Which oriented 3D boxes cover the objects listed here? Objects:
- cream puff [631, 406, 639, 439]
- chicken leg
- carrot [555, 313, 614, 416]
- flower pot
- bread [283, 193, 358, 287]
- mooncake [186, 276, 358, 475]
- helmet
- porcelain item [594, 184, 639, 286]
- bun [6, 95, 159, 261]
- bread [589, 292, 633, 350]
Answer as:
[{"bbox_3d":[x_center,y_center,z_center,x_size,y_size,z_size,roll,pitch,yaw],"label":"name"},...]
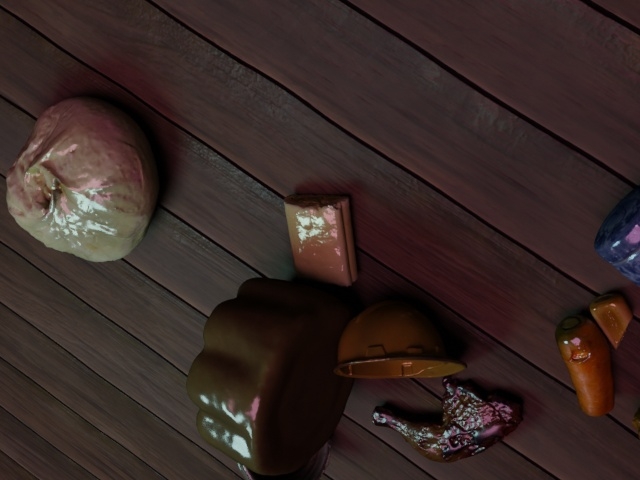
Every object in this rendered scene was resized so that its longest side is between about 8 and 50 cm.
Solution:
[{"bbox_3d":[0.612,0.326,1.308,0.094,0.122,0.116,52,165,2],"label":"cream puff"},{"bbox_3d":[0.258,0.372,1.526,0.322,0.083,0.177,-32,91,33],"label":"chicken leg"},{"bbox_3d":[0.479,0.221,1.329,0.087,0.087,0.193,-14,115,31],"label":"carrot"},{"bbox_3d":[-0.104,0.457,1.681,0.235,0.235,0.140,49,149,-5],"label":"flower pot"},{"bbox_3d":[0.000,0.000,1.454,0.139,0.060,0.178,2,117,26],"label":"bread"},{"bbox_3d":[-0.089,0.259,1.456,0.200,0.378,0.379,17,123,30],"label":"mooncake"},{"bbox_3d":[0.144,0.186,1.432,0.256,0.140,0.205,2,160,-19],"label":"helmet"},{"bbox_3d":[0.504,-0.011,1.147,0.114,0.147,0.147,39,126,2],"label":"porcelain item"},{"bbox_3d":[-0.501,-0.111,1.547,0.361,0.213,0.361,12,118,22],"label":"bun"},{"bbox_3d":[0.512,0.137,1.284,0.062,0.049,0.103,-28,104,39],"label":"bread"}]
